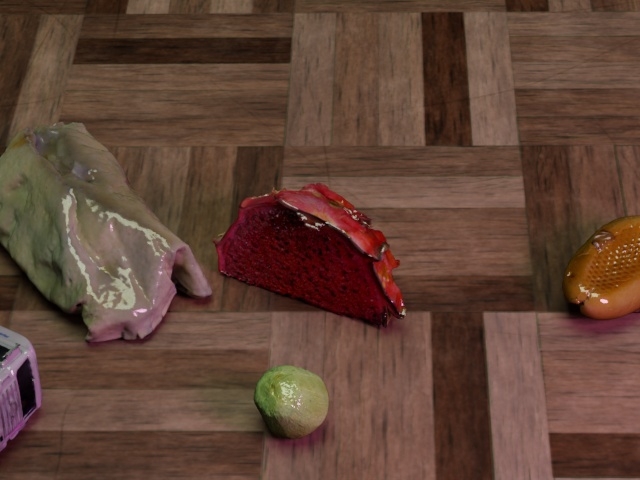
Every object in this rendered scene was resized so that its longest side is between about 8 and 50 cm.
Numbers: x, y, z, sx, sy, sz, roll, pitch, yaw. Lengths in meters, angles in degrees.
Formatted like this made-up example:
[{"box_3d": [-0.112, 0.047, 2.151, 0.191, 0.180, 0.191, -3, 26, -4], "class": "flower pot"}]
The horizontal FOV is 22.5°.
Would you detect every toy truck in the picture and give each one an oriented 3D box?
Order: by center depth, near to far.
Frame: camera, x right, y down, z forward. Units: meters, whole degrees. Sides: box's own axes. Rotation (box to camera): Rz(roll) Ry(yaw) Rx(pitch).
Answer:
[{"box_3d": [-0.450, 0.140, 1.910, 0.268, 0.124, 0.155, 21, 42, 25], "class": "toy truck"}]

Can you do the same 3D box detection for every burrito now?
[{"box_3d": [-0.294, -0.016, 2.073, 0.190, 0.135, 0.332, -23, 49, -31], "class": "burrito"}]

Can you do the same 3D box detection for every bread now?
[{"box_3d": [0.376, 0.039, 2.025, 0.189, 0.077, 0.114, -37, 70, -27], "class": "bread"}]

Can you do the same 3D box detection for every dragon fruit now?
[{"box_3d": [0.005, -0.010, 2.029, 0.274, 0.161, 0.126, 17, 48, 23], "class": "dragon fruit"}]

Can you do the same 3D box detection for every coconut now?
[{"box_3d": [-0.032, 0.189, 1.873, 0.087, 0.096, 0.088, -23, 52, 32], "class": "coconut"}]
